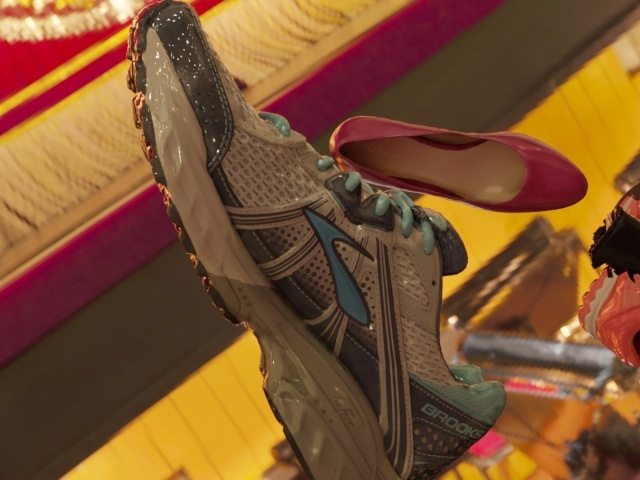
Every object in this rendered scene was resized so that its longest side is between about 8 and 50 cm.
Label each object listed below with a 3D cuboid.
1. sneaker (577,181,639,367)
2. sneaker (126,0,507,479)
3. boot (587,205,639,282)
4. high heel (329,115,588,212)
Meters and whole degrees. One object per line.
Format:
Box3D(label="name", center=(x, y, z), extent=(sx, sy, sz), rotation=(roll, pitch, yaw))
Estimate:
Box3D(label="sneaker", center=(0.470, 0.047, 1.621), extent=(0.115, 0.314, 0.136), rotation=(-9, 41, -22))
Box3D(label="sneaker", center=(0.000, 0.000, 0.583), extent=(0.122, 0.283, 0.110), rotation=(-28, 17, -3))
Box3D(label="boot", center=(0.335, -0.004, 1.160), extent=(0.121, 0.099, 0.045), rotation=(-61, 3, 36))
Box3D(label="high heel", center=(0.130, -0.069, 1.082), extent=(0.117, 0.244, 0.082), rotation=(-52, -20, -74))
